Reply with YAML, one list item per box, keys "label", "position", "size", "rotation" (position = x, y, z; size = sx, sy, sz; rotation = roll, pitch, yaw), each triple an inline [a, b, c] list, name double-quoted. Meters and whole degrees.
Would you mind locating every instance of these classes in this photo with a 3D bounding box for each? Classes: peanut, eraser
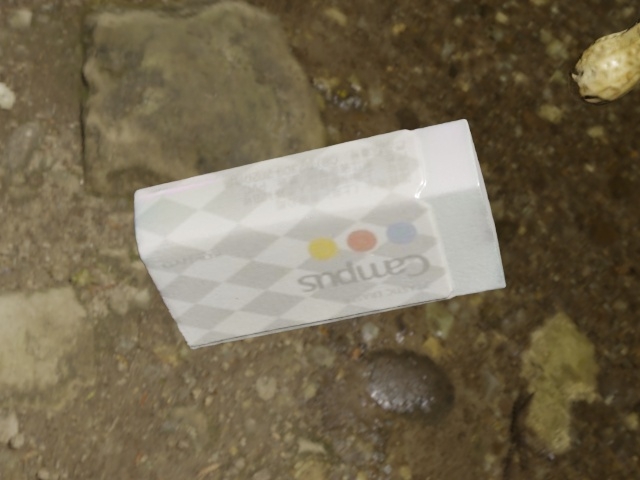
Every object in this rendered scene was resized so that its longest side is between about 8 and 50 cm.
- label: "peanut"
  position: [0.475, -0.286, 1.561]
  size: [0.098, 0.229, 0.103]
  rotation: [35, 29, -48]
- label: "eraser"
  position: [-0.001, 0.001, 1.212]
  size: [0.397, 0.213, 0.082]
  rotation: [-11, 43, 11]
